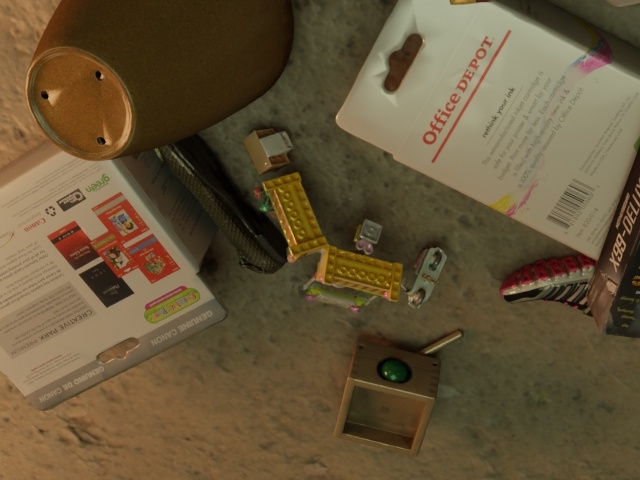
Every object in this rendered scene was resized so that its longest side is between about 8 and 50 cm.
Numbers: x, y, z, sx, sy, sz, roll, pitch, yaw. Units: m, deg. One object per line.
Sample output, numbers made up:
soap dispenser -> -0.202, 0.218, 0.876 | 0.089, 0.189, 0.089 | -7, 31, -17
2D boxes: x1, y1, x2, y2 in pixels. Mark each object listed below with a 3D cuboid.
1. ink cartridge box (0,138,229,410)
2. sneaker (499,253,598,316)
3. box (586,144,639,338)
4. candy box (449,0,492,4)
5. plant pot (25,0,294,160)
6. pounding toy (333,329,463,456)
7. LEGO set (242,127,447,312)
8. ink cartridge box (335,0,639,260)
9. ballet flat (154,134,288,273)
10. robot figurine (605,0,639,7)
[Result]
ink cartridge box -> -0.292, 0.023, 1.381 | 0.309, 0.130, 0.272 | -27, 112, 20
sneaker -> 0.299, 0.059, 1.347 | 0.170, 0.063, 0.075 | -13, 108, 9
box -> 0.460, 0.001, 1.177 | 0.307, 0.076, 0.242 | 7, 122, -6
candy box -> 0.183, -0.314, 1.111 | 0.053, 0.186, 0.109 | 6, 123, 43
plant pot -> -0.179, -0.189, 1.161 | 0.237, 0.254, 0.237 | 10, 124, 16
pounding toy -> 0.098, 0.180, 1.433 | 0.130, 0.100, 0.141 | 13, 129, 2
LEGO set -> 0.000, 0.000, 1.349 | 0.287, 0.132, 0.107 | 35, 154, -6
ink cartridge box -> 0.216, -0.145, 1.225 | 0.353, 0.119, 0.207 | 26, 118, -6
ballet flat -> -0.130, -0.052, 1.351 | 0.058, 0.084, 0.250 | -32, 114, 20
robot figurine -> 0.262, -0.388, 1.005 | 0.199, 0.300, 0.353 | -9, 120, 34
